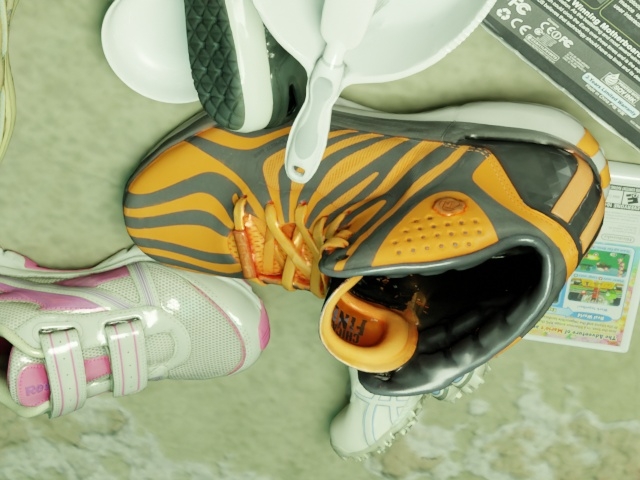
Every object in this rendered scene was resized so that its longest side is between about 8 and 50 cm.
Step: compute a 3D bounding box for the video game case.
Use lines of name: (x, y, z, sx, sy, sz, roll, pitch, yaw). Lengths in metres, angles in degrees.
video game case: (0.132, 0.004, 1.141, 0.157, 0.019, 0.143, 8, 128, 4)

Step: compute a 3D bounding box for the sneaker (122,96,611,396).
sneaker: (0.000, 0.000, 1.045, 0.321, 0.180, 0.125, -5, 122, 27)

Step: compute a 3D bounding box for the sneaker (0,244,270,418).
sneaker: (-0.160, 0.071, 1.188, 0.252, 0.111, 0.103, -1, 126, 11)

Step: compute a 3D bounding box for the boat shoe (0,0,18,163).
boat shoe: (-0.238, -0.105, 1.084, 0.104, 0.089, 0.285, 17, 128, -3)

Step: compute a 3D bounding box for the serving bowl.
serving bowl: (-0.090, -0.126, 1.079, 0.083, 0.027, 0.083, 5, 128, 7)

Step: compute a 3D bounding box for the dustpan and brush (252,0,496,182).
dustpan and brush: (0.014, -0.116, 0.948, 0.147, 0.060, 0.211, 20, 140, 3)

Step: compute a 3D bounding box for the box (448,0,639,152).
box: (0.157, -0.241, 0.888, 0.395, 0.097, 0.318, 36, 133, -15)

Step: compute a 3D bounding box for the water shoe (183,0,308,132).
water shoe: (-0.036, -0.166, 1.023, 0.073, 0.080, 0.203, 22, 119, 47)

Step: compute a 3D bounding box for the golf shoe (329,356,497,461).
golf shoe: (0.045, 0.083, 1.186, 0.086, 0.069, 0.176, 40, 134, -7)
